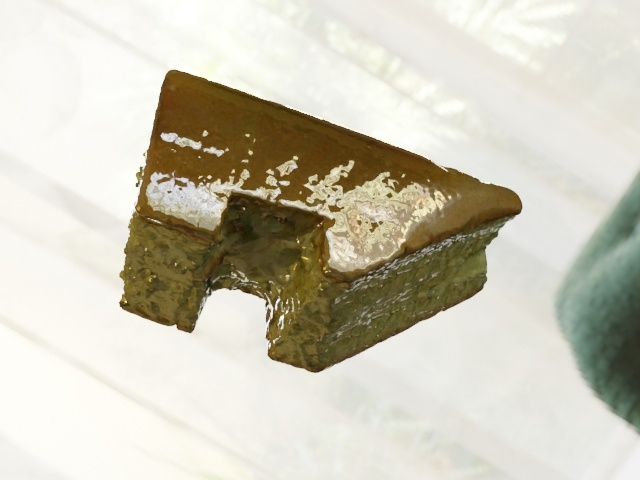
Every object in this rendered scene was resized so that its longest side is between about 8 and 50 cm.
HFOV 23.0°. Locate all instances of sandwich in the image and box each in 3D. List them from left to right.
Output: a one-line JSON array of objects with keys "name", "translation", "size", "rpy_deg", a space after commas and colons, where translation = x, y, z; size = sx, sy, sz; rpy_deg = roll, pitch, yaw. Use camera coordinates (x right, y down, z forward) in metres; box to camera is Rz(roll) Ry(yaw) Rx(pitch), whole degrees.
[{"name": "sandwich", "translation": [0.000, 0.000, 0.950], "size": [0.122, 0.235, 0.128], "rpy_deg": [114, 169, -51]}]
